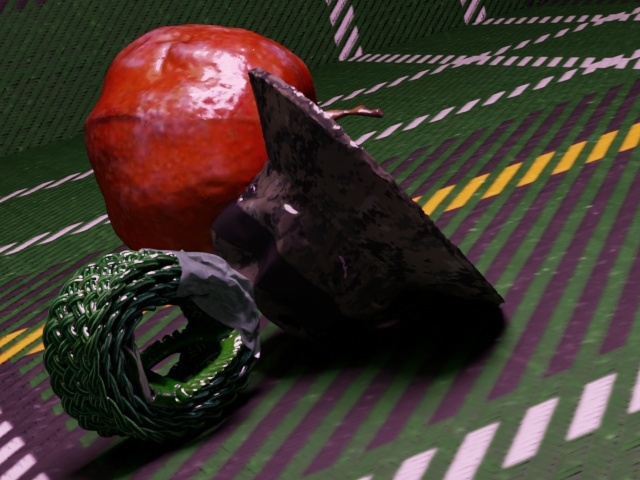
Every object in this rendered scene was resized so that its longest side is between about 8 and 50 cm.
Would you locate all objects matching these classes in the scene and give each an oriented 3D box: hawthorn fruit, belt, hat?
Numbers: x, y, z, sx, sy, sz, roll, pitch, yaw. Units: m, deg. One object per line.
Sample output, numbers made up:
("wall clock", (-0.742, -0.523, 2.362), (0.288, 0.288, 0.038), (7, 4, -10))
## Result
("hawthorn fruit", (-0.074, -0.093, 1.190), (0.272, 0.242, 0.242), (-7, 15, 23))
("belt", (-0.098, 0.064, 0.830), (0.079, 0.121, 0.151), (-4, 12, 40))
("hat", (0.000, 0.000, 0.923), (0.128, 0.265, 0.265), (-45, 15, 2))
